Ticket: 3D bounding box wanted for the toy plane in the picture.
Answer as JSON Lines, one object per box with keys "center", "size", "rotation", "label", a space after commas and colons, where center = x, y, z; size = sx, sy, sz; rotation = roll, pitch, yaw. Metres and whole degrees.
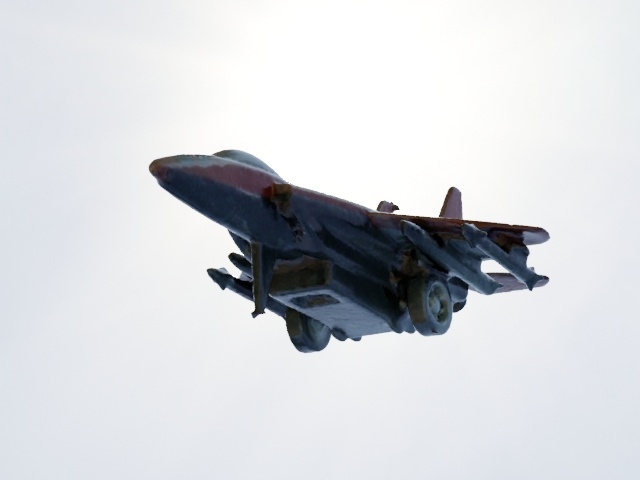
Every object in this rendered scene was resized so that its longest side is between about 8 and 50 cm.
{"center": [0.001, 0.007, 1.160], "size": [0.223, 0.326, 0.104], "rotation": [-10, -101, 31], "label": "toy plane"}
